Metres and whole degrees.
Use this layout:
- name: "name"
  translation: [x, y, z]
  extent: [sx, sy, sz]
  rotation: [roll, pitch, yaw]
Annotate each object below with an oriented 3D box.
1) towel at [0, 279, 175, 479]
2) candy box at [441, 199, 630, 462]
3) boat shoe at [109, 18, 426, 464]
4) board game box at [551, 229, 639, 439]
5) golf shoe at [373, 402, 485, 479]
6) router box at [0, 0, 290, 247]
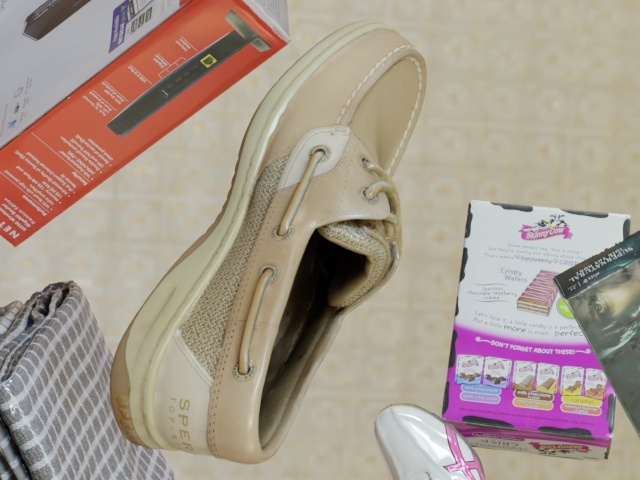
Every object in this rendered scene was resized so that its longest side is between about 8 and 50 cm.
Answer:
- name: "towel"
  translation: [-0.219, 0.182, 1.522]
  extent: [0.284, 0.121, 0.235]
  rotation: [-82, 150, -72]
- name: "candy box"
  translation: [0.206, 0.084, 1.711]
  extent: [0.071, 0.159, 0.233]
  rotation: [81, 17, -63]
- name: "boat shoe"
  translation: [0.000, 0.000, 1.128]
  extent: [0.341, 0.110, 0.122]
  rotation: [-60, 146, -30]
- name: "board game box"
  translation: [0.220, 0.063, 0.995]
  extent: [0.186, 0.126, 0.026]
  rotation: [57, 7, -31]
- name: "golf shoe"
  translation: [0.102, 0.208, 1.413]
  extent: [0.186, 0.067, 0.086]
  rotation: [54, 16, 6]
- name: "router box"
  translation: [-0.168, -0.194, 1.526]
  extent: [0.301, 0.082, 0.335]
  rotation: [-35, -147, 21]
